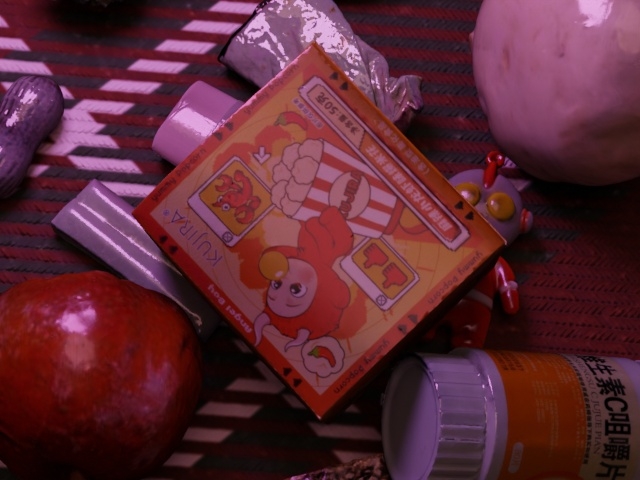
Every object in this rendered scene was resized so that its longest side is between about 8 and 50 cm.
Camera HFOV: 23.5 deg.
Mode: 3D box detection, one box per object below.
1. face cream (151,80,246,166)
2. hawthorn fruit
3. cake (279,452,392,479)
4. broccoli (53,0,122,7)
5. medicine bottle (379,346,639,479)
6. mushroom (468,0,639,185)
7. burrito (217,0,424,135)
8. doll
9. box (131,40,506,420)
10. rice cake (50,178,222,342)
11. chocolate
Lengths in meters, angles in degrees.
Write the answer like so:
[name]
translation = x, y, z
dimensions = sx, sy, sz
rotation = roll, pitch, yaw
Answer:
[face cream]
translation = -0.053, -0.079, 1.742
dimensions = 0.269, 0.073, 0.107
rotation = 30, 66, 9
[hawthorn fruit]
translation = -0.237, 0.172, 1.554
dimensions = 0.241, 0.242, 0.272
rotation = -5, 71, -5
[cake]
translation = -0.037, 0.267, 1.584
dimensions = 0.246, 0.112, 0.135
rotation = 11, 65, 5
[broccoli]
translation = -0.269, -0.509, 1.858
dimensions = 0.353, 0.275, 0.397
rotation = -27, 50, -32
[medicine bottle]
translation = 0.229, 0.191, 1.556
dimensions = 0.318, 0.158, 0.158
rotation = 5, 66, -21
[mushroom]
translation = 0.347, -0.207, 1.719
dimensions = 0.336, 0.314, 0.314
rotation = -6, 66, -31
[burrito]
translation = 0.007, -0.190, 1.786
dimensions = 0.229, 0.089, 0.144
rotation = 43, 86, 14
[doll]
translation = 0.168, 0.007, 1.722
dimensions = 0.142, 0.076, 0.245
rotation = 18, 72, 3
[box]
translation = 0.000, 0.000, 1.579
dimensions = 0.259, 0.214, 0.283
rotation = -43, 83, -2
[rice cake]
translation = -0.192, 0.018, 1.711
dimensions = 0.221, 0.042, 0.080
rotation = 36, 75, 11
[chocolate]
translation = -0.348, -0.116, 1.742
dimensions = 0.072, 0.072, 0.167
rotation = 27, 66, 7
